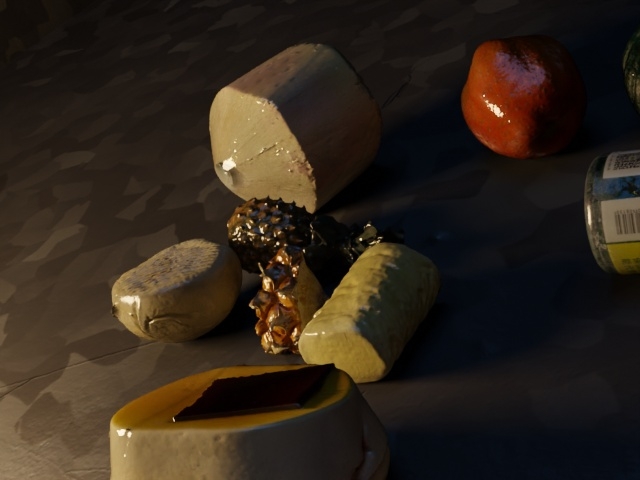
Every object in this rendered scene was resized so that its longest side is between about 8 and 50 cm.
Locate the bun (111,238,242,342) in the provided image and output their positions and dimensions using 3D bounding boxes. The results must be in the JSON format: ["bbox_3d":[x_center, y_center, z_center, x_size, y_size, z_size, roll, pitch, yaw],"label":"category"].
[{"bbox_3d":[-0.185,0.077,1.494,0.173,0.113,0.166,-9,24,27],"label":"bun"}]

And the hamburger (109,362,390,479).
[{"bbox_3d":[-0.076,0.220,1.138,0.295,0.151,0.227,-8,14,35],"label":"hamburger"}]

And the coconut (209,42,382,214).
[{"bbox_3d":[-0.051,-0.154,1.676,0.244,0.239,0.239,-37,31,-23],"label":"coconut"}]

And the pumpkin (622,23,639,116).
[{"bbox_3d":[0.507,-0.228,1.467,0.220,0.162,0.220,-19,39,16],"label":"pumpkin"}]

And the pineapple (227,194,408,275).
[{"bbox_3d":[0.000,0.000,1.509,0.251,0.125,0.125,4,38,32],"label":"pineapple"}]

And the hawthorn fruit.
[{"bbox_3d":[0.284,-0.200,1.572,0.189,0.189,0.189,-17,29,10],"label":"hawthorn fruit"}]

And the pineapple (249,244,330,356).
[{"bbox_3d":[-0.029,0.075,1.411,0.069,0.137,0.116,4,-1,35],"label":"pineapple"}]

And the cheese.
[{"bbox_3d":[0.060,0.083,1.323,0.123,0.094,0.167,2,37,36],"label":"cheese"}]

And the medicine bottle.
[{"bbox_3d":[0.444,-0.040,1.208,0.293,0.141,0.141,-6,33,30],"label":"medicine bottle"}]
